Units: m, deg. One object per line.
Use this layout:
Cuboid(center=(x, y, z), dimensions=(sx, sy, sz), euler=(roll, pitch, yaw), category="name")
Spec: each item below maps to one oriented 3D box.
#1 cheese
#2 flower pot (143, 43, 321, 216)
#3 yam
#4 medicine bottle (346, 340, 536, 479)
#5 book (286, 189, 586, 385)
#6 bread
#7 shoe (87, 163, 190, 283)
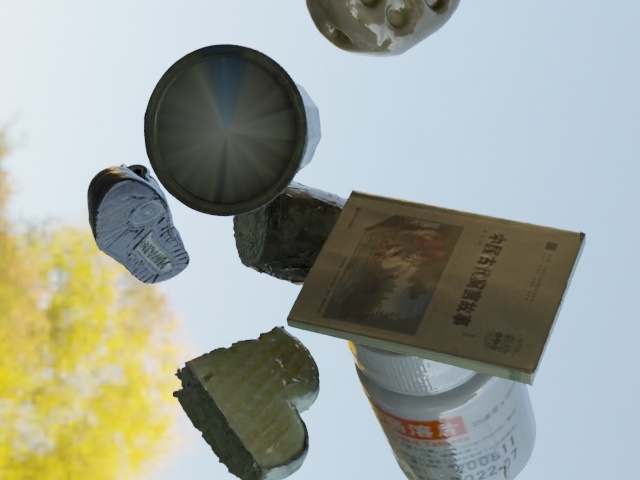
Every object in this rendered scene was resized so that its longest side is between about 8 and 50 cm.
Cuboid(center=(0.082, -0.354, 2.009), dimensions=(0.117, 0.235, 0.218), euler=(5, -78, 52), category="cheese")
Cuboid(center=(-0.096, -0.137, 1.924), dimensions=(0.202, 0.212, 0.212), euler=(-9, 105, -77), category="flower pot")
Cuboid(center=(0.000, 0.000, 2.123), dimensions=(0.154, 0.254, 0.154), euler=(-162, -90, -83), category="yam")
Cuboid(center=(0.156, 0.170, 1.978), dimensions=(0.371, 0.211, 0.211), euler=(66, 6, -50), category="medicine bottle")
Cuboid(center=(0.127, 0.043, 1.643), dimensions=(0.025, 0.282, 0.215), euler=(78, 30, -46), category="book")
Cuboid(center=(-0.089, 0.189, 1.743), dimensions=(0.232, 0.172, 0.064), euler=(-83, -169, -52), category="bread")
Cuboid(center=(-0.272, -0.053, 2.081), dimensions=(0.149, 0.109, 0.293), euler=(60, -3, 27), category="shoe")
